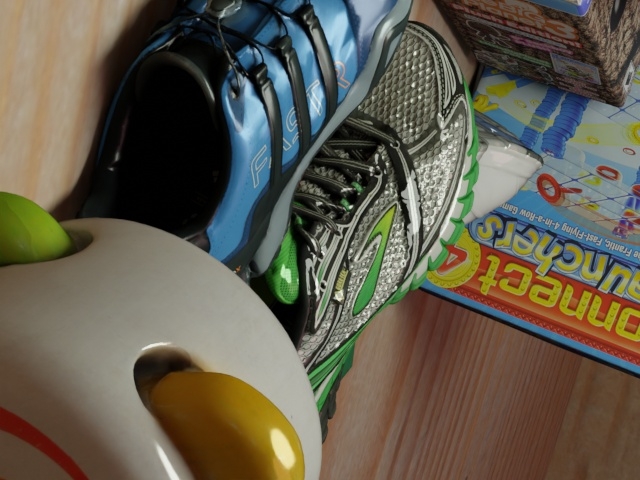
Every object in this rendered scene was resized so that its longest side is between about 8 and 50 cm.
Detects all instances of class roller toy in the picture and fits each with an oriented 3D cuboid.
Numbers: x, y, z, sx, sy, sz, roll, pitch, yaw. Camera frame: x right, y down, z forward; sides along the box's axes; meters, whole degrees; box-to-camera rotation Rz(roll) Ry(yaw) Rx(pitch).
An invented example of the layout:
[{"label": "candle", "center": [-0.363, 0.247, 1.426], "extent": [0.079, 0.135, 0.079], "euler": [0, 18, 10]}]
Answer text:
[{"label": "roller toy", "center": [-0.107, 0.100, 0.710], "extent": [0.146, 0.209, 0.191], "euler": [-43, 154, -54]}]

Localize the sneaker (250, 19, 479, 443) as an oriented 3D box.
[{"label": "sneaker", "center": [0.000, 0.000, 1.037], "extent": [0.343, 0.134, 0.146], "euler": [-63, 161, -20]}]

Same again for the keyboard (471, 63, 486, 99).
[{"label": "keyboard", "center": [0.182, -0.237, 1.537], "extent": [0.072, 0.014, 0.256], "euler": [-34, 141, -62]}]

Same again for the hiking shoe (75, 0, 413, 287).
[{"label": "hiking shoe", "center": [-0.033, -0.097, 0.861], "extent": [0.132, 0.113, 0.304], "euler": [25, 85, -74]}]

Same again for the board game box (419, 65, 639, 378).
[{"label": "board game box", "center": [0.271, -0.044, 1.498], "extent": [0.302, 0.308, 0.086], "euler": [-68, 157, -3]}]

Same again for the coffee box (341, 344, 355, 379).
[{"label": "coffee box", "center": [-0.006, 0.050, 1.229], "extent": [0.113, 0.040, 0.184], "euler": [-50, 153, -48]}]

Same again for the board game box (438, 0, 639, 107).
[{"label": "board game box", "center": [0.207, -0.270, 1.341], "extent": [0.232, 0.141, 0.291], "euler": [-69, 161, -4]}]

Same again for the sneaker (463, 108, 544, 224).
[{"label": "sneaker", "center": [0.093, -0.051, 1.363], "extent": [0.129, 0.111, 0.297], "euler": [-61, 159, 14]}]
